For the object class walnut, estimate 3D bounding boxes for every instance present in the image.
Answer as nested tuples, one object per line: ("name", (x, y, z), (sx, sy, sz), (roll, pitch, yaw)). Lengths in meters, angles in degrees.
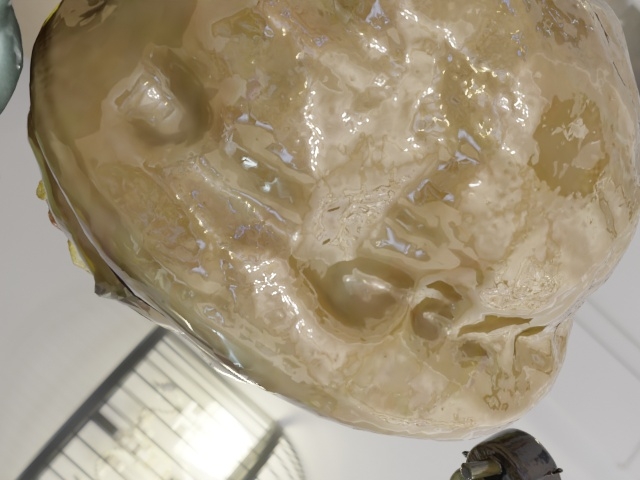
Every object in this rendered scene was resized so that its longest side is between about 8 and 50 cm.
("walnut", (0.014, -0.065, 0.583), (0.383, 0.383, 0.383), (-48, -179, 1))

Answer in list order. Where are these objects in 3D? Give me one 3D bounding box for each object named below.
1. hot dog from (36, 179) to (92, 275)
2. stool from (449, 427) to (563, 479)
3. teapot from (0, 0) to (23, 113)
("hot dog", (-0.209, 0.003, 0.889), (0.061, 0.169, 0.078), (-54, -166, -2))
("stool", (0.224, 0.319, 1.211), (0.121, 0.125, 0.217), (-20, 176, -28))
("teapot", (-0.230, -0.160, 0.415), (0.193, 0.294, 0.129), (-24, -150, 27))
